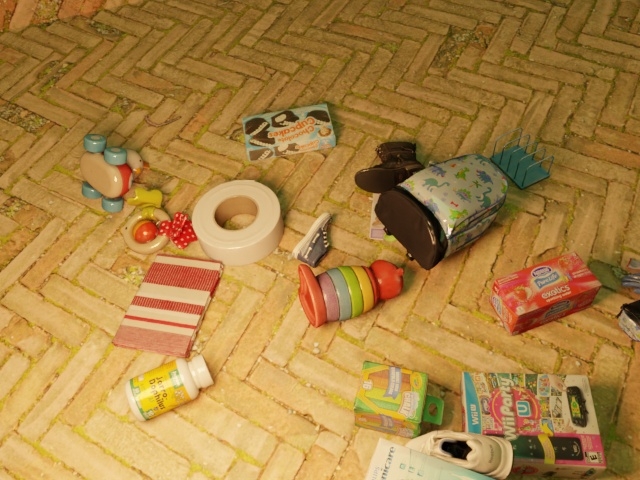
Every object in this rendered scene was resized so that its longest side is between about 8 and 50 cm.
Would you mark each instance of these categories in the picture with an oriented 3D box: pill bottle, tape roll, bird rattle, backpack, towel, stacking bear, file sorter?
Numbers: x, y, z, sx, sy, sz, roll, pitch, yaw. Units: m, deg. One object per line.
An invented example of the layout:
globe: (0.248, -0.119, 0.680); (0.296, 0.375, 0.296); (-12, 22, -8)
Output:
pill bottle: (-0.393, 0.381, 1.515); (0.208, 0.117, 0.117); (-22, 54, -12)
tape roll: (-0.261, -0.060, 1.846); (0.286, 0.100, 0.286); (-3, 53, 4)
bird rattle: (-0.535, -0.039, 1.873); (0.207, 0.143, 0.253); (-43, 73, -11)
backpack: (0.395, -0.108, 1.741); (0.355, 0.273, 0.290); (-12, 50, -33)
backpack: (0.864, 0.222, 1.532); (0.105, 0.084, 0.114); (-17, 47, -10)
towel: (-0.448, 0.186, 1.721); (0.237, 0.037, 0.329); (7, 52, 13)
stacking bear: (0.098, 0.135, 1.636); (0.289, 0.175, 0.164); (-14, 51, -14)
file sorter: (0.671, -0.277, 1.915); (0.118, 0.104, 0.170); (-24, 54, -13)

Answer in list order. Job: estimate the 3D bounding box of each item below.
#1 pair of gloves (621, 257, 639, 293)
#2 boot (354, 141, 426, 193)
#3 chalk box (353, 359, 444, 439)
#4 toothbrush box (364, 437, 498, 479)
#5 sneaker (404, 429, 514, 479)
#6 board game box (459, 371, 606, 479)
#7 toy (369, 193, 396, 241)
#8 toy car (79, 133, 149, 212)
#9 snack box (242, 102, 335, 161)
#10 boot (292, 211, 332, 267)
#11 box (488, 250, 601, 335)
pair of gloves: (0.941, 0.105, 1.619); (0.159, 0.023, 0.198); (16, 34, 29)
boot: (0.223, -0.259, 1.943); (0.263, 0.091, 0.229); (-6, 36, -8)
chalk box: (0.199, 0.402, 1.432); (0.213, 0.132, 0.132); (8, 54, 12)
toothbrush box: (0.248, 0.567, 1.252); (0.295, 0.216, 0.126); (16, 57, 16)
sneaker: (0.284, 0.469, 1.297); (0.129, 0.297, 0.111); (26, 58, -26)
board game box: (0.500, 0.444, 1.395); (0.303, 0.097, 0.224); (0, 53, 7)
toy: (0.233, -0.103, 1.857); (0.137, 0.056, 0.237); (4, 54, 7)
toy car: (-0.683, -0.250, 2.003); (0.210, 0.219, 0.238); (30, 33, 25)
snack box: (-0.117, -0.398, 2.110); (0.322, 0.060, 0.187); (-11, 53, -3)
boot: (0.000, 0.000, 1.803); (0.086, 0.069, 0.190); (31, 69, 17)
box: (0.614, 0.146, 1.590); (0.257, 0.122, 0.128); (-18, 53, -8)
